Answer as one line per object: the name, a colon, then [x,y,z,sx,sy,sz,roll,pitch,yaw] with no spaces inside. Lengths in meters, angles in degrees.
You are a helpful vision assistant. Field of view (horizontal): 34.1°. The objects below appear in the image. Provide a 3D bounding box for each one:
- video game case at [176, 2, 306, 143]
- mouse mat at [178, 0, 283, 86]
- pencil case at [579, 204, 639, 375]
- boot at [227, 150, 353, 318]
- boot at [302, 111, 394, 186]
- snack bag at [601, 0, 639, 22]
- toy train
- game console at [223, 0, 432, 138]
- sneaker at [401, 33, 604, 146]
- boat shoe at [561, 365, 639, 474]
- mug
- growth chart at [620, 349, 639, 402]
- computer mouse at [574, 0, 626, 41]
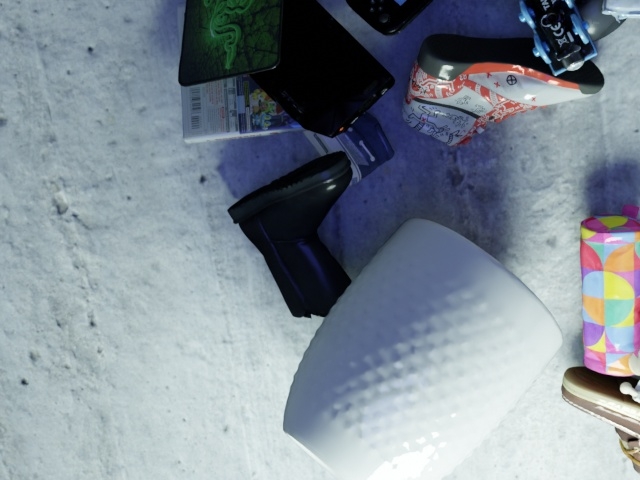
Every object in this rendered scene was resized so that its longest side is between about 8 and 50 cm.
video game case: [-0.104,-0.241,1.445,0.183,0.023,0.201,-5,79,7]
mouse mat: [-0.119,-0.299,1.403,0.152,0.007,0.190,-8,64,22]
pencil case: [0.425,0.074,1.494,0.104,0.104,0.236,-1,106,5]
boot: [0.000,0.000,1.477,0.246,0.094,0.207,-23,105,45]
boot: [0.022,-0.174,1.482,0.086,0.069,0.190,-33,89,-18]
snack bag: [0.542,-0.447,1.347,0.323,0.037,0.343,4,101,1]
toy train: [0.301,-0.306,1.371,0.080,0.105,0.184,-27,85,21]
game console: [0.060,-0.320,1.394,0.361,0.044,0.213,-44,78,1]
sneaker: [0.245,-0.200,1.442,0.270,0.090,0.145,3,137,-16]
boat shoe: [0.499,0.297,1.543,0.342,0.123,0.123,22,106,-8]
mug: [0.127,0.201,1.441,0.276,0.374,0.328,35,77,26]
growth chart: [0.531,0.153,1.479,0.172,0.021,0.237,37,73,-8]
computer mouse: [0.425,-0.362,1.395,0.071,0.041,0.242,40,105,-6]
